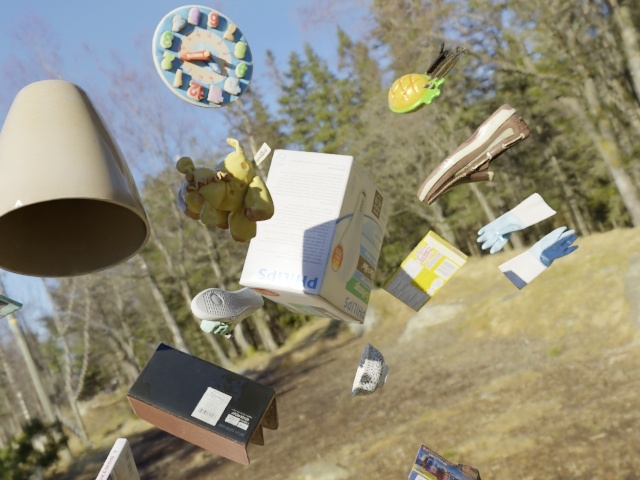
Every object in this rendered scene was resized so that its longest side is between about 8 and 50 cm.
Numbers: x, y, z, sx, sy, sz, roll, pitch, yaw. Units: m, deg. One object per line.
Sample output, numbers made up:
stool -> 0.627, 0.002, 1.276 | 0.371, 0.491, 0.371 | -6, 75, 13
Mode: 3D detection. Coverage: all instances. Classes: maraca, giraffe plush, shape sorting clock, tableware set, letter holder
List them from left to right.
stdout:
shape sorting clock -> -0.223, -0.356, 1.481 | 0.206, 0.206, 0.040 | -20, 5, -30
letter holder -> -0.265, 0.401, 1.784 | 0.214, 0.302, 0.152 | 90, -156, -51
giraffe plush -> -0.198, -0.090, 1.472 | 0.171, 0.181, 0.210 | -23, -35, -48
maraca -> 0.267, -0.414, 2.146 | 0.186, 0.127, 0.099 | -3, -28, 46
tableware set -> 0.286, -0.422, 1.827 | 0.128, 0.039, 0.194 | -48, -6, 19

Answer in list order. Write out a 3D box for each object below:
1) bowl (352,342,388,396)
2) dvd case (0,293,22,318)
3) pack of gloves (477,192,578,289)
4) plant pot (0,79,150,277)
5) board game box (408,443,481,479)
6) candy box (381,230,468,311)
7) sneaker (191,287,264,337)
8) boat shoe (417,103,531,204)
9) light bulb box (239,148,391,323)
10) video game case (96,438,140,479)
bowl -> 0.157, 0.398, 2.300 | 0.080, 0.170, 0.170 | 17, -3, 1
dvd case -> -0.640, 0.126, 1.463 | 0.120, 0.013, 0.087 | -22, -39, 32
pack of gloves -> 0.538, -0.011, 1.980 | 0.232, 0.195, 0.046 | -32, -29, -14
plant pot -> -0.428, -0.117, 1.254 | 0.257, 0.273, 0.256 | -13, -26, -6
board game box -> 0.294, 0.553, 1.739 | 0.060, 0.194, 0.194 | -62, -11, 13
candy box -> 0.236, 0.075, 1.758 | 0.206, 0.105, 0.027 | -53, 1, 41
sneaker -> -0.260, 0.193, 1.907 | 0.151, 0.094, 0.256 | -42, -19, 22
boat shoe -> 0.308, -0.150, 1.524 | 0.257, 0.095, 0.095 | -45, -8, 18
light bulb box -> 0.000, 0.000, 2.015 | 0.226, 0.360, 0.358 | 8, -14, 24
video game case -> -0.359, 0.483, 1.339 | 0.023, 0.201, 0.183 | 2, 33, 11
